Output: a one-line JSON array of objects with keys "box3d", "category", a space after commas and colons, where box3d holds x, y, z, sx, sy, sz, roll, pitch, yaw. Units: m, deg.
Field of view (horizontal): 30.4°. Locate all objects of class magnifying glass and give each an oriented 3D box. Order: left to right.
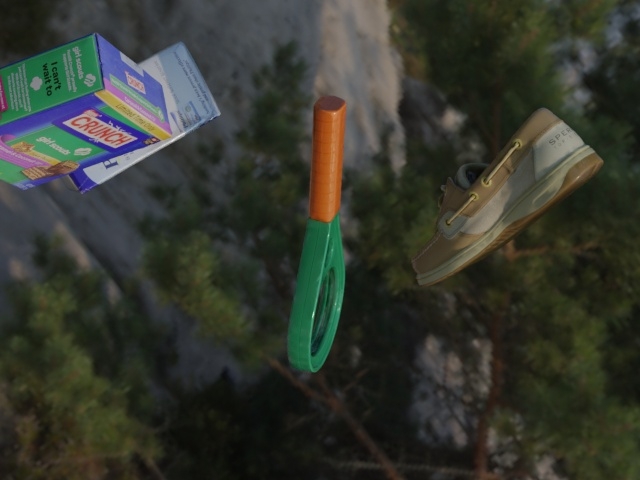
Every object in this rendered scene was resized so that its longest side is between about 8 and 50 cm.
[{"box3d": [0.000, 0.000, 0.902, 0.026, 0.231, 0.092, 14, 32, 13], "category": "magnifying glass"}]

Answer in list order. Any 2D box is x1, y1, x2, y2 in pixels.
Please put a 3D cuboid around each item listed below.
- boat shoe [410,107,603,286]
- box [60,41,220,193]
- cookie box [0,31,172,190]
[{"box3d": [0.087, -0.021, 0.607, 0.050, 0.135, 0.045, -26, 79, -44], "category": "boat shoe"}, {"box3d": [-0.170, -0.104, 1.006, 0.072, 0.137, 0.126, 62, -13, -11], "category": "box"}, {"box3d": [-0.156, -0.073, 0.694, 0.092, 0.107, 0.040, 36, 38, -68], "category": "cookie box"}]
